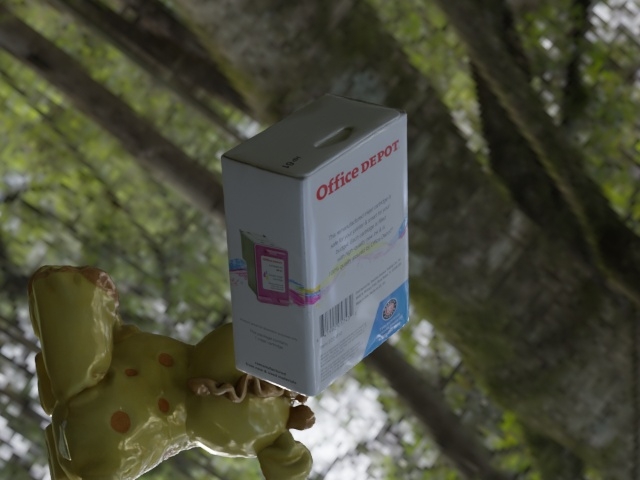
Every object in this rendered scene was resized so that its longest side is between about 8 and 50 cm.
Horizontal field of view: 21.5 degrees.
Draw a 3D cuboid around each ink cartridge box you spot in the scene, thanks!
[{"bbox_3d":[0.000,0.000,0.831,0.052,0.122,0.088,19,-145,31],"label":"ink cartridge box"}]

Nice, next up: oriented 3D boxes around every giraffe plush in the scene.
[{"bbox_3d":[-0.096,0.097,1.121,0.210,0.170,0.181,-133,-142,-68],"label":"giraffe plush"}]
